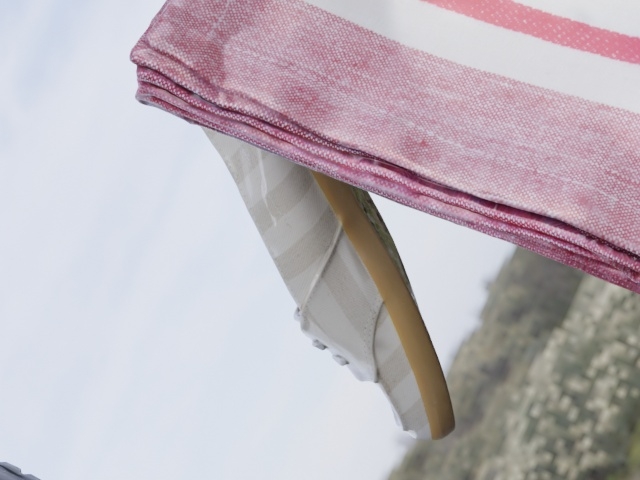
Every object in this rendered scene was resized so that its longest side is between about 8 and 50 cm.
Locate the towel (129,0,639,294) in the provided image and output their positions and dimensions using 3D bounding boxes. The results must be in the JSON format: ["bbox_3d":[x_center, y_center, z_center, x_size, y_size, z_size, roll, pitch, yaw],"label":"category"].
[{"bbox_3d":[0.095,-0.157,0.758,0.037,0.237,0.329,76,-143,-66],"label":"towel"}]

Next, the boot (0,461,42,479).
[{"bbox_3d":[-0.216,0.137,0.690,0.222,0.338,0.118,-22,-37,-45],"label":"boot"}]

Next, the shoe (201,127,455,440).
[{"bbox_3d":[0.000,0.000,0.872,0.058,0.219,0.076,-24,13,5],"label":"shoe"}]
